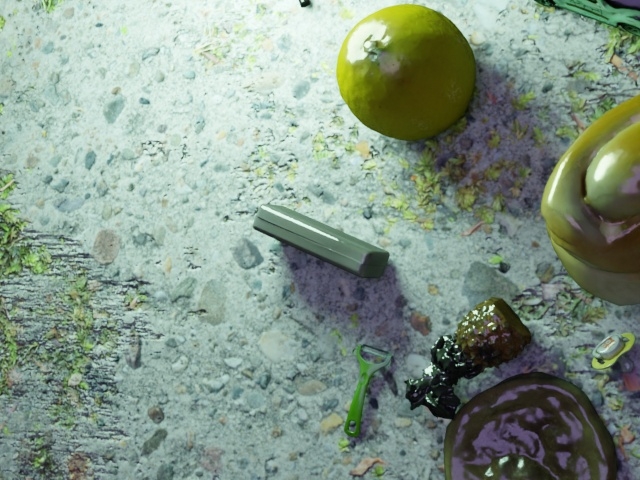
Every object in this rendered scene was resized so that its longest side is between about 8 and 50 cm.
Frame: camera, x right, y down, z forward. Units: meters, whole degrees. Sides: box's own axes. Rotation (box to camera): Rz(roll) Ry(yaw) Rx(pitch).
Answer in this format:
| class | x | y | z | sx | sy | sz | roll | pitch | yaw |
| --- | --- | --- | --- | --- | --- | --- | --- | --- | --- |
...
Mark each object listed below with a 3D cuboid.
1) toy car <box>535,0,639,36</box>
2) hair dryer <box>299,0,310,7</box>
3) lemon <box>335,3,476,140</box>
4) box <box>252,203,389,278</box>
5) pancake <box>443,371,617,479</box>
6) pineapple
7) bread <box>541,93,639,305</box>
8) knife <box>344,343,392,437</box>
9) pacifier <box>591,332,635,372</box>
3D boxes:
| class | x | y | z | sx | sy | sz | roll | pitch | yaw |
| --- | --- | --- | --- | --- | --- | --- | --- | --- | --- |
| toy car | 0.468 | -0.445 | 1.758 | 0.306 | 0.125 | 0.136 | 27 | 93 | 26 |
| hair dryer | -0.146 | -0.586 | 2.040 | 0.320 | 0.156 | 0.284 | -13 | 67 | 13 |
| lemon | 0.141 | -0.297 | 1.829 | 0.240 | 0.219 | 0.240 | -5 | 79 | 27 |
| box | 0.000 | 0.000 | 1.909 | 0.244 | 0.103 | 0.055 | 25 | 98 | 25 |
| pancake | 0.338 | 0.357 | 1.739 | 0.294 | 0.049 | 0.294 | -4 | 79 | 23 |
| pineapple | 0.237 | 0.204 | 1.771 | 0.111 | 0.119 | 0.237 | 43 | 105 | -15 |
| bread | 0.549 | -0.073 | 1.600 | 0.424 | 0.245 | 0.329 | -24 | 74 | 16 |
| knife | 0.072 | 0.270 | 1.885 | 0.078 | 0.022 | 0.166 | 16 | 88 | 30 |
| pacifier | 0.480 | 0.187 | 1.706 | 0.083 | 0.068 | 0.064 | -41 | 102 | -2 |
